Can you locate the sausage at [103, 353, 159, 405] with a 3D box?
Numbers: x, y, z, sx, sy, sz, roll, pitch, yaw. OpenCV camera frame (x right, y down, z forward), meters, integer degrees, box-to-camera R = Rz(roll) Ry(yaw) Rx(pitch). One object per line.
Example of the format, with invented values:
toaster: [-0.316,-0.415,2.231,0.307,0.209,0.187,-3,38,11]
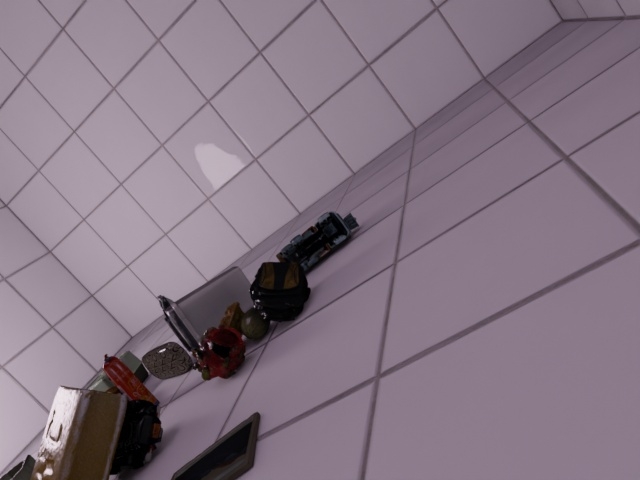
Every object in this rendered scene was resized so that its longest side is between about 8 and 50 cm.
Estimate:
sausage: [-0.705,0.524,1.819,0.074,0.274,0.074,-34,14,9]

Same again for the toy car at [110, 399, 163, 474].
toy car: [-0.566,0.591,1.472,0.301,0.118,0.193,-28,45,35]

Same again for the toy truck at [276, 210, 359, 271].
toy truck: [0.000,0.000,1.997,0.338,0.133,0.184,-39,-6,14]

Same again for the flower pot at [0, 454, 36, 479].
flower pot: [-0.989,0.861,1.631,0.239,0.190,0.209,-39,11,8]

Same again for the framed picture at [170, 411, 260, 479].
framed picture: [-0.242,0.498,1.072,0.265,0.018,0.192,-39,10,5]

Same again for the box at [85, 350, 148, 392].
box: [-0.966,0.678,2.347,0.220,0.166,0.290,-36,11,18]

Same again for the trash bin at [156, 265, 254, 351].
trash bin: [-0.468,0.267,2.091,0.367,0.296,0.256,-37,8,-19]

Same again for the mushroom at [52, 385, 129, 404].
mushroom: [-0.857,0.667,1.930,0.267,0.254,0.267,-12,48,13]

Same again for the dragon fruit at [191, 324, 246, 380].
dragon fruit: [-0.323,0.358,1.543,0.160,0.166,0.172,51,128,42]

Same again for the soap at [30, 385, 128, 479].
soap: [-0.690,0.592,1.408,0.293,0.156,0.335,-15,60,51]

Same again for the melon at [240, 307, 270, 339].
melon: [-0.219,0.279,1.669,0.098,0.098,0.131,-34,11,24]

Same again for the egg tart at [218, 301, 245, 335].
egg tart: [-0.312,0.318,1.738,0.212,0.090,0.213,-156,90,-87]

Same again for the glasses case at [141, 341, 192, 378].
glasses case: [-0.642,0.502,2.062,0.354,0.137,0.085,-28,14,47]

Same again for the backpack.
backpack: [-0.135,0.179,1.649,0.206,0.133,0.258,-4,24,0]
